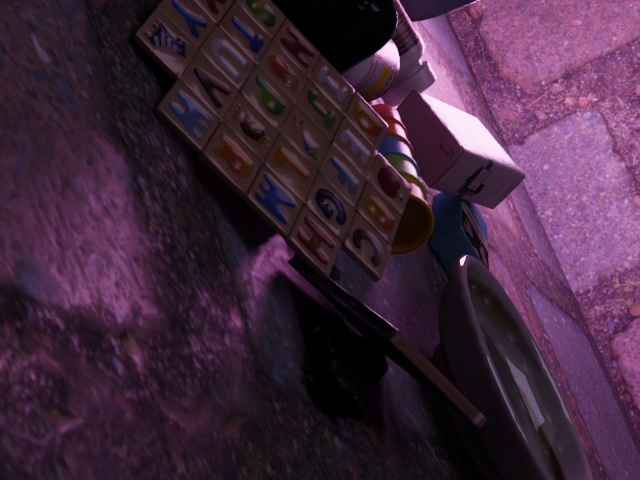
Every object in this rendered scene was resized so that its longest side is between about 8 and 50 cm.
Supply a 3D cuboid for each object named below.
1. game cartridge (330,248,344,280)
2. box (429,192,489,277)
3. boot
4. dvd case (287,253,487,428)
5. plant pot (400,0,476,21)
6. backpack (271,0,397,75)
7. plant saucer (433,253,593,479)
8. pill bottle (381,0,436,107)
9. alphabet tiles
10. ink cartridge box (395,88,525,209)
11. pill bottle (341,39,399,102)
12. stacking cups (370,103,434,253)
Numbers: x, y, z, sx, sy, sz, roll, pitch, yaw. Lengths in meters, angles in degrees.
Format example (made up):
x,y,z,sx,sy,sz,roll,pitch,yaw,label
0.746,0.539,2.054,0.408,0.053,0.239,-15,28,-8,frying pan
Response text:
x,y,z,sx,sy,sz,roll,pitch,yaw,label
0.000,0.000,1.234,0.083,0.017,0.056,55,22,-26,game cartridge
0.238,-0.011,1.882,0.100,0.060,0.244,58,17,-15,box
0.028,0.131,1.066,0.121,0.045,0.099,43,24,-35,boot
0.071,0.106,1.137,0.164,0.018,0.221,35,-6,43,dvd case
0.173,-0.587,2.231,0.248,0.252,0.247,51,21,-35,plant pot
-0.005,-0.282,1.345,0.166,0.188,0.144,55,19,-23,backpack
0.244,0.216,1.484,0.400,0.101,0.400,55,18,-28,plant saucer
0.101,-0.344,1.874,0.221,0.121,0.121,58,17,-15,pill bottle
-0.036,-0.123,1.127,0.342,0.011,0.285,45,36,-17,alphabet tiles
0.229,-0.153,1.889,0.219,0.092,0.160,13,36,-51,ink cartridge box
0.032,-0.258,1.544,0.117,0.117,0.215,65,16,6,pill bottle
0.102,-0.104,1.554,0.096,0.096,0.316,54,19,-27,stacking cups
